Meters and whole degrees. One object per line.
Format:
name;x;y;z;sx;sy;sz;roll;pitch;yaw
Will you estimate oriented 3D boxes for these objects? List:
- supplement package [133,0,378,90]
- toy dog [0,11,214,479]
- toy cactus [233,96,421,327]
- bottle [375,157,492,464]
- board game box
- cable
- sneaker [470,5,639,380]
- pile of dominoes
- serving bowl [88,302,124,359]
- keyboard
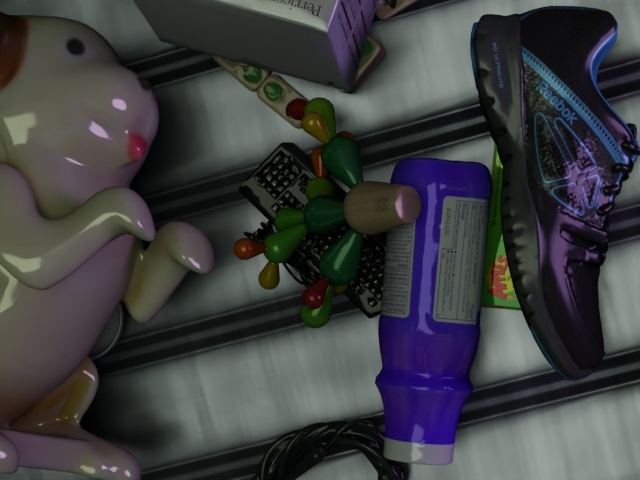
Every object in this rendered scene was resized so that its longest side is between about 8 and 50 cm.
supplement package;-0.036;-0.306;1.602;0.199;0.198;0.263;16;82;9
toy dog;-0.285;-0.009;1.650;0.395;0.284;0.408;15;86;37
toy cactus;0.012;-0.033;1.621;0.180;0.112;0.219;-6;71;48
bottle;0.103;0.065;1.639;0.092;0.118;0.283;5;89;-8
board game box;0.205;-0.023;1.666;0.092;0.043;0.181;6;92;11
cable;0.003;0.254;1.711;0.150;0.047;0.184;22;97;14
sneaker;0.226;-0.045;1.577;0.139;0.125;0.341;-10;91;6
pile of dominoes;-0.044;-0.250;1.710;0.251;0.040;0.196;40;97;7
serving bowl;-0.231;0.080;1.751;0.083;0.027;0.083;-2;82;18
keyboard;0.000;0.000;1.707;0.192;0.038;0.100;44;98;8
